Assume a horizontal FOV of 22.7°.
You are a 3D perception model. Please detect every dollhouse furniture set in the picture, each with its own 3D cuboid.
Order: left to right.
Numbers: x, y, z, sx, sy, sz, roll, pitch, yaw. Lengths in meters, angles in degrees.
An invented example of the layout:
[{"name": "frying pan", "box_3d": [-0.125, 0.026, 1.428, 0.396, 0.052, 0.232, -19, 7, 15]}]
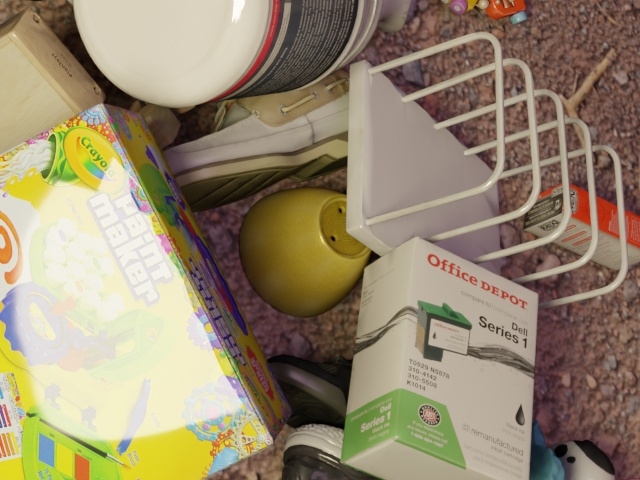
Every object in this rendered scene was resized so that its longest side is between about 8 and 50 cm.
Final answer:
[{"name": "dollhouse furniture set", "box_3d": [-0.267, -0.218, 1.492, 0.303, 0.174, 0.355, 50, 31, -24]}]

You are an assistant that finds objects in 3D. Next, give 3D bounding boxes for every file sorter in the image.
[{"name": "file sorter", "box_3d": [0.173, -0.060, 1.619, 0.278, 0.173, 0.193, 34, 48, -46]}]

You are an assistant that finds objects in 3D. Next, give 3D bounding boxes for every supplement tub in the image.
[{"name": "supplement tub", "box_3d": [-0.075, -0.222, 1.431, 0.272, 0.191, 0.191, -17, 83, -61]}]

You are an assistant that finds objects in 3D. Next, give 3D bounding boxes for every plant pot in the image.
[{"name": "plant pot", "box_3d": [0.000, 0.000, 1.592, 0.134, 0.095, 0.134, 13, 66, -30]}]

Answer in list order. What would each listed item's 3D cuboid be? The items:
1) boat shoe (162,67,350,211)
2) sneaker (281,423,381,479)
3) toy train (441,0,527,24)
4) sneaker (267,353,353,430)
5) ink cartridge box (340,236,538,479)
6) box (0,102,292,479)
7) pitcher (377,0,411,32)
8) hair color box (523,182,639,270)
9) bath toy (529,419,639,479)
[{"name": "boat shoe", "box_3d": [-0.061, -0.106, 1.588, 0.302, 0.113, 0.103, -17, 82, -48]}, {"name": "sneaker", "box_3d": [0.060, 0.300, 1.527, 0.268, 0.101, 0.153, 33, 58, -14]}, {"name": "toy train", "box_3d": [0.172, -0.318, 1.860, 0.125, 0.046, 0.166, -27, 92, -39]}, {"name": "sneaker", "box_3d": [0.034, 0.134, 1.577, 0.227, 0.087, 0.130, 23, 60, -30]}, {"name": "ink cartridge box", "box_3d": [0.117, 0.127, 1.518, 0.160, 0.092, 0.219, 24, 55, -25]}, {"name": "box", "box_3d": [-0.214, 0.083, 1.281, 0.279, 0.177, 0.290, -26, 89, 5]}, {"name": "pitcher", "box_3d": [0.020, -0.273, 1.647, 0.207, 0.178, 0.125, -22, 58, -43]}, {"name": "hair color box", "box_3d": [0.310, -0.015, 1.825, 0.141, 0.072, 0.043, 22, 63, -27]}, {"name": "bath toy", "box_3d": [0.339, 0.304, 1.696, 0.348, 0.129, 0.151, 24, 61, -26]}]
